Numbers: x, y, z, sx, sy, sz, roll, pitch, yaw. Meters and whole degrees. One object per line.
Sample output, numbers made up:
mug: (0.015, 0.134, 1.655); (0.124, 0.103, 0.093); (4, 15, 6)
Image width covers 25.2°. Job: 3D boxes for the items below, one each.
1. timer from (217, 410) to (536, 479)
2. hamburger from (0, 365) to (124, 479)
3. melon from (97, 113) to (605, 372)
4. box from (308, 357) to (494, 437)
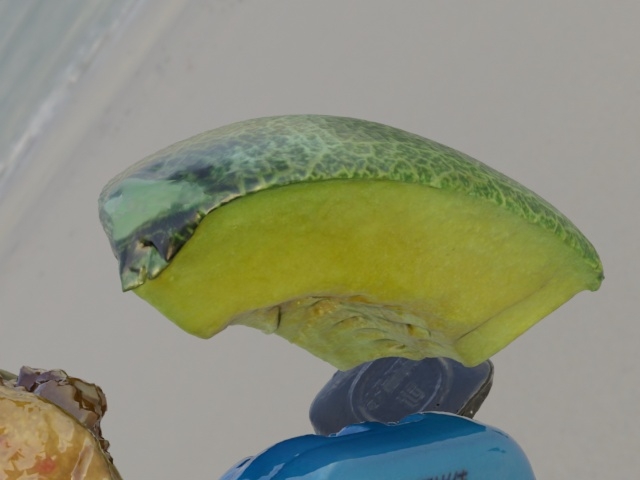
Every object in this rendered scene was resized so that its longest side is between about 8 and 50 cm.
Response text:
timer: (0.025, 0.278, 0.990); (0.115, 0.340, 0.309); (13, 100, 39)
hamburger: (-0.235, 0.148, 0.803); (0.245, 0.282, 0.155); (-51, 5, -25)
melon: (0.000, 0.000, 1.101); (0.331, 0.343, 0.226); (15, 76, 38)
box: (0.097, 0.188, 1.763); (0.212, 0.042, 0.201); (-44, 45, -20)
